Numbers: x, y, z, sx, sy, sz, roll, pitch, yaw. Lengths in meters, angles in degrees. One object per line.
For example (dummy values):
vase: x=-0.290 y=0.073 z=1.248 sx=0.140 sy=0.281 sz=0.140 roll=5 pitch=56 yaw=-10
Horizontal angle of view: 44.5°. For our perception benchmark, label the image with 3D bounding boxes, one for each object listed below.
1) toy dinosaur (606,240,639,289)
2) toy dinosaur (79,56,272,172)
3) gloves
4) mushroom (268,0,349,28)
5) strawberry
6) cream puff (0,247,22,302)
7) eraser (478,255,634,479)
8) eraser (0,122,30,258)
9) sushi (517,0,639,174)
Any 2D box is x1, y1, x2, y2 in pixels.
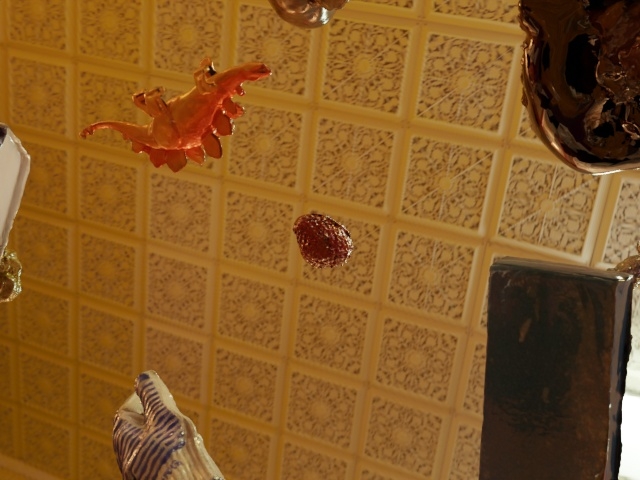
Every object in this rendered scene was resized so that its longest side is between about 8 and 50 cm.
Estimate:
toy dinosaur: x=0.430 y=0.037 z=1.063 sx=0.039 sy=0.209 sz=0.082 roll=49 pitch=-57 yaw=6
toy dinosaur: x=-0.171 y=-0.140 z=0.954 sx=0.288 sy=0.070 sz=0.117 roll=-20 pitch=-65 yaw=25
gloves: x=-0.152 y=0.210 z=0.768 sx=0.097 sy=0.229 sz=0.119 roll=0 pitch=-73 yaw=-21
mushroom: x=-0.004 y=-0.408 z=1.033 sx=0.195 sy=0.283 sz=0.263 roll=7 pitch=-57 yaw=-23
strawberry: x=0.000 y=0.000 z=1.178 sx=0.096 sy=0.083 sz=0.083 roll=38 pitch=-60 yaw=-16
cream puff: x=-0.571 y=0.046 z=1.303 sx=0.156 sy=0.156 sz=0.121 roll=0 pitch=-48 yaw=23
eraser: x=0.227 y=0.179 z=0.778 sx=0.144 sy=0.042 sz=0.312 roll=10 pitch=-79 yaw=46
eraser: x=-0.398 y=-0.051 z=0.632 sx=0.287 sy=0.086 sz=0.130 roll=9 pitch=-103 yaw=-3
sushi: x=0.290 y=-0.180 z=0.734 sx=0.215 sy=0.212 sz=0.227 roll=34 pitch=-29 yaw=20
